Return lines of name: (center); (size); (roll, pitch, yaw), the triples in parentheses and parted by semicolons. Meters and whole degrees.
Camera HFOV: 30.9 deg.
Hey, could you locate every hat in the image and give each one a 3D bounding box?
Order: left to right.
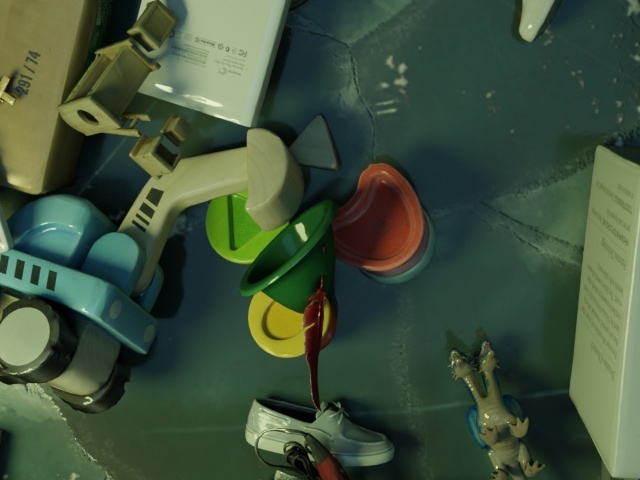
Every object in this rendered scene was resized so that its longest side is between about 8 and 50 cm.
hat: (0.006, 0.077, 1.591); (0.208, 0.173, 0.183); (-43, 104, 6)

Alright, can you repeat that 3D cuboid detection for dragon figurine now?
dragon figurine: (0.267, 0.284, 1.721); (0.085, 0.144, 0.289); (-20, 117, 4)

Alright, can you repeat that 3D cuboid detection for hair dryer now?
hair dryer: (0.035, 0.382, 1.700); (0.294, 0.080, 0.223); (13, 142, -1)

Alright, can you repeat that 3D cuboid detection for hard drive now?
hard drive: (-0.143, -0.332, 1.592); (0.203, 0.040, 0.307); (19, 100, 12)

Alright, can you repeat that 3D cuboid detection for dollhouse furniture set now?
dollhouse furniture set: (-0.239, -0.202, 1.591); (0.161, 0.101, 0.182); (44, 61, -29)

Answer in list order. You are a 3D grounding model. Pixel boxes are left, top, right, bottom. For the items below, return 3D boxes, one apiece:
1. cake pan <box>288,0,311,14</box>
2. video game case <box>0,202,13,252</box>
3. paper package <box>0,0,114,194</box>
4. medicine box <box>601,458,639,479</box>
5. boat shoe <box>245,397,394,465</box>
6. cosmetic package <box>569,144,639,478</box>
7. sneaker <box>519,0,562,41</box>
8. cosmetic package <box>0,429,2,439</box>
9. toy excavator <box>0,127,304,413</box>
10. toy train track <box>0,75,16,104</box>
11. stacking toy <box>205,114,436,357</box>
cake pan: (-0.104, -0.457, 1.637); (0.293, 0.054, 0.293); (0, 99, 3)
video game case: (-0.549, -0.097, 1.553); (0.204, 0.025, 0.285); (-15, 96, 6)
paper package: (-0.475, -0.252, 1.630); (0.310, 0.168, 0.324); (14, 99, -1)
medicine box: (0.564, 0.360, 1.630); (0.289, 0.263, 0.149); (-1, 99, 3)
boat shoe: (0.001, 0.281, 1.737); (0.228, 0.079, 0.081); (9, 104, 4)
cosmetic package: (0.538, 0.088, 1.557); (0.330, 0.327, 0.393); (3, 100, 2)
sneaker: (0.308, -0.387, 1.627); (0.094, 0.080, 0.212); (22, 93, 11)
cosmetic package: (-0.562, 0.404, 1.791); (0.099, 0.060, 0.239); (11, 99, 0)
toy excavator: (-0.288, 0.014, 1.633); (0.433, 0.222, 0.445); (15, 74, 24)
toy train track: (-0.441, -0.208, 1.546); (0.083, 0.014, 0.048); (33, 106, 2)
stacking toy: (0.000, 0.000, 1.705); (0.309, 0.130, 0.279); (-39, 69, 5)
